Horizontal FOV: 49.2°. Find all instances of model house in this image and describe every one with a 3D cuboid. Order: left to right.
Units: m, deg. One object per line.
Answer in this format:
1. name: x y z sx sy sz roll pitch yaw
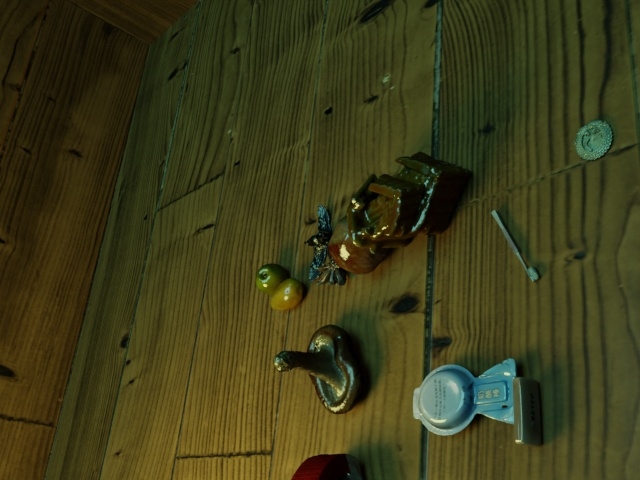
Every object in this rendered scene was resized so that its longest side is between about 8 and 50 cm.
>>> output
1. model house: 0.191 -0.101 1.536 0.229 0.200 0.219 -38 56 40

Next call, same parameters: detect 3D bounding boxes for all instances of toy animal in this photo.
1. toy animal: 0.000 0.000 1.848 0.108 0.062 0.220 142 138 -61

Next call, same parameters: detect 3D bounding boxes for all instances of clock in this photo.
1. clock: 0.512 -0.188 1.311 0.074 0.010 0.083 -32 48 38

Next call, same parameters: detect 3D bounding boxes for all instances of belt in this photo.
1. belt: -0.001 0.536 1.445 0.124 0.128 0.201 -24 28 44

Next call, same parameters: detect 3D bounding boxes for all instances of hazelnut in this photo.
1. hazelnut: 0.096 0.002 1.643 0.143 0.143 0.154 0 48 53

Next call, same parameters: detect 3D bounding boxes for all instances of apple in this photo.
1. apple: -0.135 0.106 1.939 0.090 0.074 0.089 -13 61 25

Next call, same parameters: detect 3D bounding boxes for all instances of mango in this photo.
1. mango: -0.090 0.146 1.868 0.114 0.060 0.080 -47 36 32

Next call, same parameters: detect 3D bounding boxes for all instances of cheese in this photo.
1. cheese: 0.267 0.296 1.320 0.245 0.052 0.135 -22 57 44

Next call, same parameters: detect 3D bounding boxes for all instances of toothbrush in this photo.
1. toothbrush: 0.380 0.008 1.370 0.017 0.014 0.194 -48 39 25

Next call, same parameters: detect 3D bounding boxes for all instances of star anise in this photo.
1. star anise: 0.044 0.060 1.756 0.141 0.042 0.141 -29 49 41

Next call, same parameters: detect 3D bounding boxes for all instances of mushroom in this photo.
1. mushroom: -0.021 0.267 1.570 0.148 0.218 0.227 -54 36 18

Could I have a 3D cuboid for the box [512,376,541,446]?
1. box: 0.356 0.295 1.206 0.025 0.048 0.115 -29 49 50
